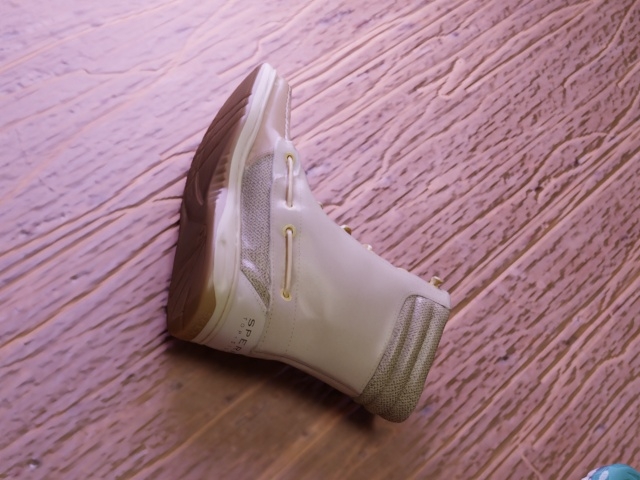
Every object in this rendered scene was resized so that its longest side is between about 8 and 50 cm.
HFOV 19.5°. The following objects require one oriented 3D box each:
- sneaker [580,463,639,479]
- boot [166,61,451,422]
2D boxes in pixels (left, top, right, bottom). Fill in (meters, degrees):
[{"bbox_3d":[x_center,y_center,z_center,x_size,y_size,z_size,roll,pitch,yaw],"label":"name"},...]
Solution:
[{"bbox_3d":[0.296,0.274,1.381,0.107,0.110,0.275,-20,68,-47],"label":"sneaker"},{"bbox_3d":[0.000,0.000,1.404,0.203,0.095,0.262,25,44,-18],"label":"boot"}]
